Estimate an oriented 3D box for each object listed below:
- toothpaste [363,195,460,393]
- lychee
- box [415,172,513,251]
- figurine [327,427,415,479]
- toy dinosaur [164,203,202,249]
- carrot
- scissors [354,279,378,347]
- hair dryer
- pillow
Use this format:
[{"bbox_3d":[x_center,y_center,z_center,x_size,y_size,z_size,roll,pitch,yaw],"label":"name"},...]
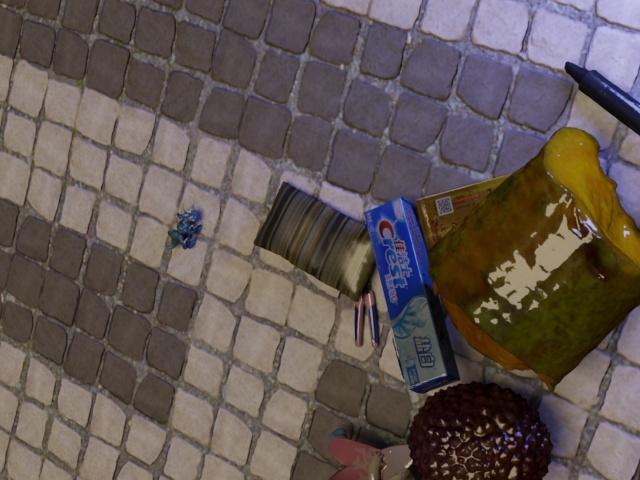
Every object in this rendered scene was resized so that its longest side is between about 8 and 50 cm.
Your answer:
[{"bbox_3d":[0.126,0.075,1.677,0.066,0.053,0.272,-23,64,23],"label":"toothpaste"},{"bbox_3d":[0.218,0.275,1.616,0.188,0.188,0.188,4,97,31],"label":"lychee"},{"bbox_3d":[0.213,-0.035,1.684,0.156,0.022,0.089,-17,85,32],"label":"box"},{"bbox_3d":[0.083,0.382,1.732,0.260,0.102,0.205,41,139,48],"label":"figurine"},{"bbox_3d":[-0.223,-0.018,1.948,0.047,0.030,0.083,33,110,26],"label":"toy dinosaur"},{"bbox_3d":[0.270,0.046,1.533,0.241,0.241,0.341,49,116,18],"label":"carrot"},{"bbox_3d":[0.067,0.104,1.794,0.039,0.012,0.113,-1,94,31],"label":"scissors"},{"bbox_3d":[0.402,-0.142,1.544,0.255,0.070,0.128,42,115,29],"label":"hair dryer"},{"bbox_3d":[0.000,0.000,1.808,0.203,0.038,0.113,30,99,26],"label":"pillow"}]
